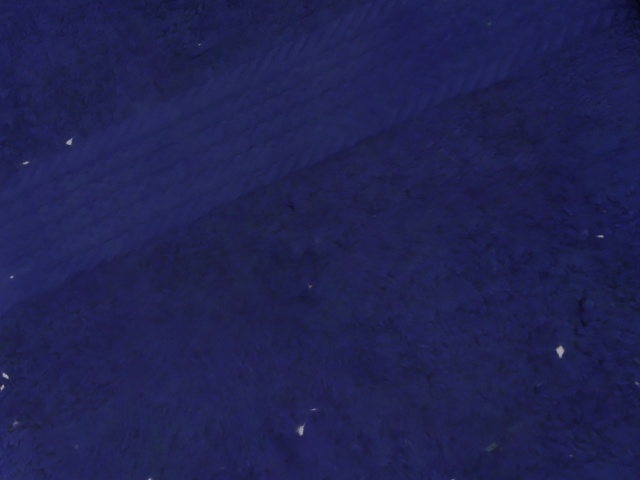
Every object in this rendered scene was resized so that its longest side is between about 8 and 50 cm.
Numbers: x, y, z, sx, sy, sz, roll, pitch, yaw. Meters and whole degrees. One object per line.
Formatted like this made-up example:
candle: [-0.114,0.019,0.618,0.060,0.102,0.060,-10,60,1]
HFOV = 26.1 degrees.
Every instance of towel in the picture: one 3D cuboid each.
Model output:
towel: [0.000,0.000,0.394,0.227,0.076,0.308,-26,59,3]
